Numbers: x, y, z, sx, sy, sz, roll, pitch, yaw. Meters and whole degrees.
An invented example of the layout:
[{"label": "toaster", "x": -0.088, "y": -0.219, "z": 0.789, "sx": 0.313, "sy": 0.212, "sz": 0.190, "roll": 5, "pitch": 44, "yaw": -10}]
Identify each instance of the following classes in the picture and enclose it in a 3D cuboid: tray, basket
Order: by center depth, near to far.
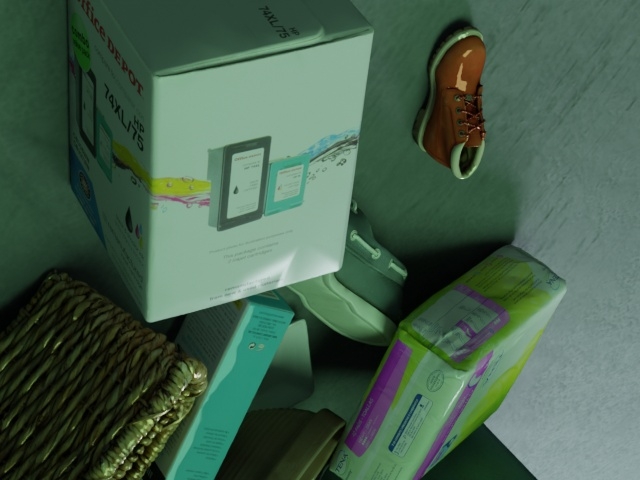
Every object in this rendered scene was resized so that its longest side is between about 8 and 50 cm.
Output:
[{"label": "basket", "x": -0.233, "y": 0.224, "z": 1.518, "sx": 0.299, "sy": 0.223, "sz": 0.213, "roll": -52, "pitch": 142, "yaw": -12}, {"label": "tray", "x": -0.136, "y": 0.176, "z": 1.756, "sx": 0.270, "sy": 0.030, "sz": 0.145, "roll": -23, "pitch": 139, "yaw": -15}]

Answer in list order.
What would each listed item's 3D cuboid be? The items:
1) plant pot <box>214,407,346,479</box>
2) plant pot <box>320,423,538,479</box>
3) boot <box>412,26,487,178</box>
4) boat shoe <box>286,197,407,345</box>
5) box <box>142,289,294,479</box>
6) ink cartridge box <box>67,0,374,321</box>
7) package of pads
[{"label": "plant pot", "x": -0.081, "y": 0.269, "z": 1.742, "sx": 0.237, "sy": 0.110, "sz": 0.237, "roll": -55, "pitch": 172, "yaw": -11}, {"label": "plant pot", "x": 0.176, "y": 0.400, "z": 1.962, "sx": 0.341, "sy": 0.334, "sz": 0.341, "roll": -23, "pitch": 141, "yaw": -20}, {"label": "boot", "x": 0.147, "y": -0.139, "z": 1.599, "sx": 0.059, "sy": 0.084, "sz": 0.158, "roll": -11, "pitch": 134, "yaw": -25}, {"label": "boat shoe", "x": 0.000, "y": 0.000, "z": 1.644, "sx": 0.319, "sy": 0.116, "sz": 0.099, "roll": 47, "pitch": 59, "yaw": -46}, {"label": "box", "x": -0.119, "y": 0.151, "z": 1.645, "sx": 0.060, "sy": 0.100, "sz": 0.244, "roll": 15, "pitch": 110, "yaw": -34}, {"label": "ink cartridge box", "x": -0.095, "y": -0.110, "z": 1.360, "sx": 0.197, "sy": 0.198, "sz": 0.270, "roll": -15, "pitch": 136, "yaw": -23}, {"label": "package of pads", "x": 0.152, "y": 0.146, "z": 1.802, "sx": 0.296, "sy": 0.101, "sz": 0.229, "roll": -31, "pitch": 152, "yaw": -53}]
